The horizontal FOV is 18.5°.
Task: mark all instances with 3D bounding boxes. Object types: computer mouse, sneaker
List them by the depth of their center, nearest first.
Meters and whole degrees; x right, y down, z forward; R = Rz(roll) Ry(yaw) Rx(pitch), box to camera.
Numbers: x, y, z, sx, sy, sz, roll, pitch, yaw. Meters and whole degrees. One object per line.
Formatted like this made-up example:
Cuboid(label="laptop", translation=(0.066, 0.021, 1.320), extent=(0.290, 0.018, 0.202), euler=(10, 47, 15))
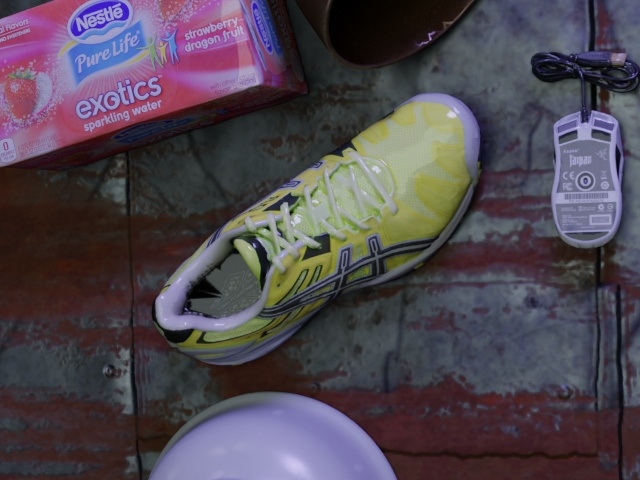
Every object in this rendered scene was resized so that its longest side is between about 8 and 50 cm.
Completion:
Cuboid(label="computer mouse", translation=(0.255, -0.087, 1.896), extent=(0.106, 0.042, 0.193), euler=(0, 85, 15))
Cuboid(label="sneaker", translation=(0.000, 0.000, 1.929), extent=(0.385, 0.147, 0.145), euler=(-41, 76, 14))

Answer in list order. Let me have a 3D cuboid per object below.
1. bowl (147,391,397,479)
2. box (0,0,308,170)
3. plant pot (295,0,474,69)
Cuboid(label="bowl", translation=(-0.070, 0.302, 1.967), extent=(0.298, 0.134, 0.297), euler=(0, 90, 20))
Cuboid(label="box", translation=(-0.185, -0.182, 1.993), extent=(0.300, 0.142, 0.154), euler=(-15, 85, 19))
Cuboid(label="plant pot", translation=(0.024, -0.320, 1.900), extent=(0.215, 0.215, 0.230), euler=(-49, 61, 14))
